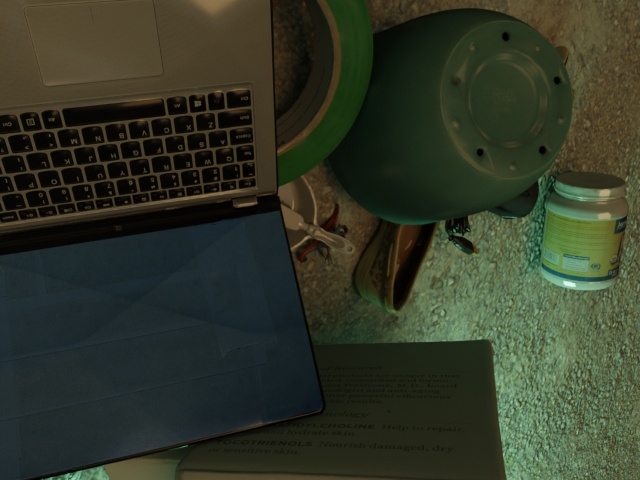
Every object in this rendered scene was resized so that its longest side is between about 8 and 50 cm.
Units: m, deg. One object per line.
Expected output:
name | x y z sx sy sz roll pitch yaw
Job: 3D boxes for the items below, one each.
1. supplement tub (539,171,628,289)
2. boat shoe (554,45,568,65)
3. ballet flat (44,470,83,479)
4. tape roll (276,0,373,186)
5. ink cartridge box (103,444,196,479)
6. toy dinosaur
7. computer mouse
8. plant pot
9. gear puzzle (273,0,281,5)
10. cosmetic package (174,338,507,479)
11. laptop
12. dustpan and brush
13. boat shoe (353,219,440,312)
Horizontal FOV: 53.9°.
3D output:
supplement tub | 0.503 -0.020 1.203 0.144 0.144 0.199 -14 115 -29
boat shoe | 0.392 -0.272 1.098 0.043 0.049 0.137 26 94 -40
ballet flat | -0.378 0.230 0.775 0.084 0.058 0.250 -54 136 -33
tape roll | -0.100 -0.210 0.725 0.321 0.077 0.321 -10 123 -16
ink cartridge box | -0.159 0.289 0.833 0.207 0.119 0.353 -65 147 -58
toy dinosaur | 0.000 0.000 0.957 0.082 0.047 0.090 -15 82 -19
computer mouse | 0.306 -0.054 1.073 0.262 0.060 0.184 19 88 -49
plant pot | 0.177 -0.163 0.825 0.293 0.235 0.293 -1 93 -19
gear puzzle | -0.085 -0.379 0.746 0.175 0.044 0.339 27 91 -31
cosmetic package | 0.067 0.341 0.791 0.327 0.394 0.329 -4 98 14
laptop | -0.204 -0.009 0.615 0.382 0.236 0.408 -10 128 -14
dustpan and brush | -0.038 -0.029 0.893 0.211 0.060 0.147 26 91 -37
boat shoe | 0.151 -0.023 1.003 0.105 0.089 0.285 17 97 -36
